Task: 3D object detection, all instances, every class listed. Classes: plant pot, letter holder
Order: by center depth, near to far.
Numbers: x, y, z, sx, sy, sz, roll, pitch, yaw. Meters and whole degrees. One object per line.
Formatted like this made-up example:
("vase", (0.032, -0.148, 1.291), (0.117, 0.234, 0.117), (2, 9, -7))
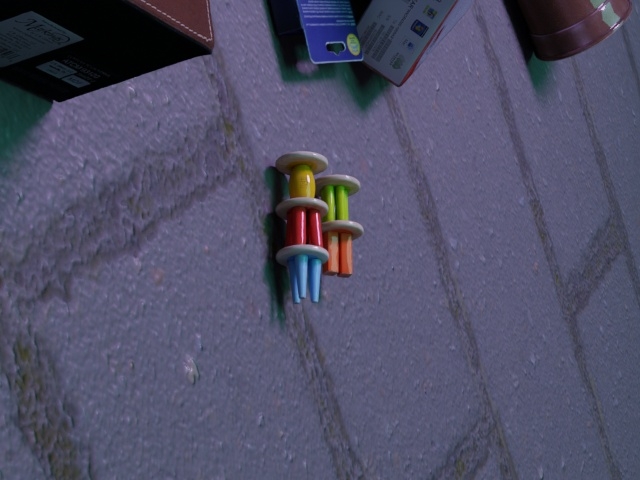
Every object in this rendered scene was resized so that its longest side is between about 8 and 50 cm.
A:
("letter holder", (-0.225, -0.255, 0.997), (0.302, 0.152, 0.214), (23, 57, -58))
("plant pot", (0.364, -0.389, 2.183), (0.165, 0.167, 0.167), (56, 33, -23))

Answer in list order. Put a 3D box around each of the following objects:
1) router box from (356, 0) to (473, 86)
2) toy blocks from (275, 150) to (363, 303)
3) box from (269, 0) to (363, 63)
("router box", (0.185, -0.373, 1.654), (0.082, 0.335, 0.301), (35, 34, 2))
("toy blocks", (0.000, 0.000, 1.424), (0.123, 0.054, 0.148), (31, 52, -54))
("box", (-0.019, -0.296, 1.529), (0.136, 0.037, 0.225), (-17, 93, -63))
